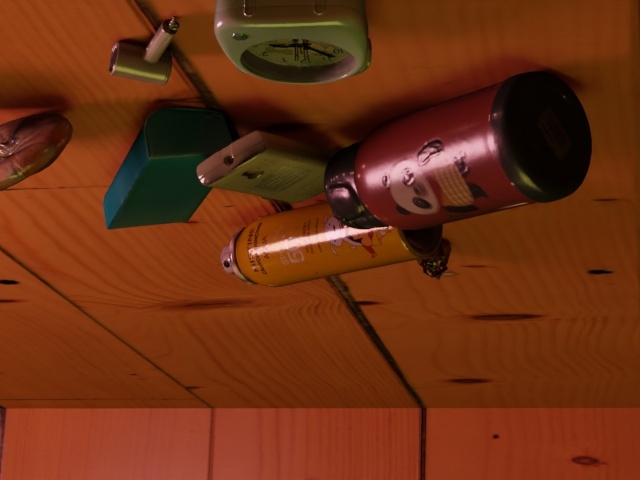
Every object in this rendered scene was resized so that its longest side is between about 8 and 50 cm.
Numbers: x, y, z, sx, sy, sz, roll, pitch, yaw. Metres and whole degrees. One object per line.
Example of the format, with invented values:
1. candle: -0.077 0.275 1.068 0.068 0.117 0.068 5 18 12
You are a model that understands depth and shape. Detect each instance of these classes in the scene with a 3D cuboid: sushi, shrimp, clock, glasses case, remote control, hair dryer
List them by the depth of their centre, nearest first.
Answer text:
1. clock: -0.023 -0.204 1.652 0.148 0.060 0.188 0 164 6
2. hair dryer: -0.176 -0.204 1.727 0.063 0.038 0.124 9 157 -21
3. shrimp: -0.391 -0.086 1.974 0.254 0.145 0.059 -11 124 40
4. remote control: -0.052 -0.086 1.990 0.098 0.038 0.233 -30 164 23
5. glasses case: -0.192 -0.088 2.062 0.117 0.070 0.301 -5 164 -19
6. sushi: 0.168 0.029 2.437 0.050 0.047 0.099 2 162 12

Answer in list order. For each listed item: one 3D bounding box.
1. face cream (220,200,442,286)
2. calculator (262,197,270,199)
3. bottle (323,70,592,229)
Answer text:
1. face cream: 0.000 0.000 2.262 0.349 0.105 0.105 -12 158 40
2. calculator: -0.058 -0.079 2.151 0.094 0.019 0.141 15 159 -30
3. bottle: 0.143 -0.086 1.892 0.144 0.144 0.336 15 160 -38
